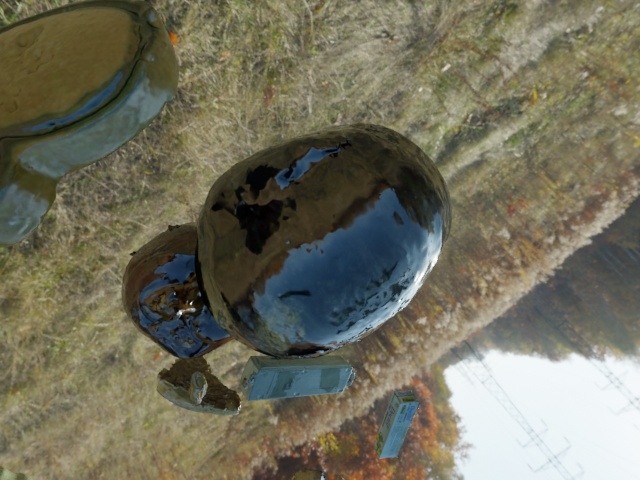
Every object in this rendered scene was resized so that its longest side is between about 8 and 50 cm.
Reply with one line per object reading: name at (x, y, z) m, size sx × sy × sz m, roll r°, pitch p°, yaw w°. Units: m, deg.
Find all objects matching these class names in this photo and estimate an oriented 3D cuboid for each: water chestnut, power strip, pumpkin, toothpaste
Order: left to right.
water chestnut at (-0.295, 0.121, 0.940) m, size 0.335 × 0.335 × 0.347 m, roll -39°, pitch -162°, yaw 3°
power strip at (-0.042, 0.279, 0.833) m, size 0.272 × 0.052 × 0.078 m, roll 11°, pitch 105°, yaw -38°
pumpkin at (0.000, 0.000, 0.702) m, size 0.454 × 0.344 × 0.454 m, roll -27°, pitch -175°, yaw 2°
toothpaste at (0.155, 0.383, 0.833) m, size 0.046 × 0.034 × 0.164 m, roll 4°, pitch 116°, yaw -20°

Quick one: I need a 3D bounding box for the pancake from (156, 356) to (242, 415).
pancake at (-0.382, 0.439, 1.272) m, size 0.266 × 0.244 × 0.057 m, roll 24°, pitch 107°, yaw -26°

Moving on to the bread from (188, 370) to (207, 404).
bread at (-0.284, 0.340, 0.932) m, size 0.036 × 0.047 × 0.083 m, roll -9°, pitch 141°, yaw -31°

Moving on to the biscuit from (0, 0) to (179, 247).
biscuit at (-0.311, -0.128, 0.404) m, size 0.343 × 0.288 × 0.057 m, roll -10°, pitch 152°, yaw 11°

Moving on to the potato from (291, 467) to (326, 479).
potato at (-0.037, 0.601, 0.935) m, size 0.089 × 0.100 × 0.172 m, roll -58°, pitch 152°, yaw -43°

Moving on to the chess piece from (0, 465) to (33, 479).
chess piece at (-0.554, 0.368, 0.628) m, size 0.133 × 0.243 × 0.133 m, roll -20°, pitch -167°, yaw 5°

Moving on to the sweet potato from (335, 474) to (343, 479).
sweet potato at (0.046, 0.721, 1.156) m, size 0.044 × 0.044 × 0.179 m, roll -41°, pitch 172°, yaw 8°
